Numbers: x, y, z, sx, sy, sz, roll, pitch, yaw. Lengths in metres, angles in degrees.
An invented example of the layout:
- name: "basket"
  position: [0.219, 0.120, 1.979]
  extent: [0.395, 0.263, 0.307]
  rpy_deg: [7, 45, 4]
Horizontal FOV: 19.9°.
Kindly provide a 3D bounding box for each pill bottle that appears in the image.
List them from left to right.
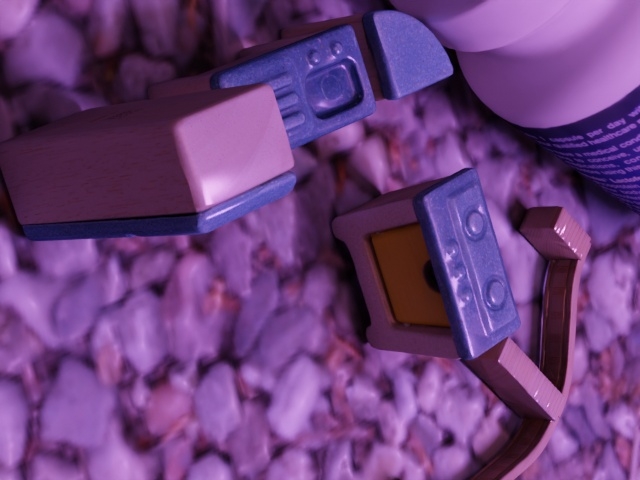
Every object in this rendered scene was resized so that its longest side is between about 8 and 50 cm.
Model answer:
- name: "pill bottle"
  position: [0.162, -0.102, 0.908]
  extent: [0.264, 0.153, 0.153]
  rpy_deg: [29, 69, -37]

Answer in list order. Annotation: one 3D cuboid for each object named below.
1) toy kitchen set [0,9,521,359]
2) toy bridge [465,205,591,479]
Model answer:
- name: "toy kitchen set"
  position: [0.000, 0.000, 0.778]
  extent: [0.207, 0.122, 0.166]
  rpy_deg: [-27, 106, -39]
- name: "toy bridge"
  position: [0.099, 0.071, 0.929]
  extent: [0.063, 0.026, 0.188]
  rpy_deg: [45, 60, -34]
